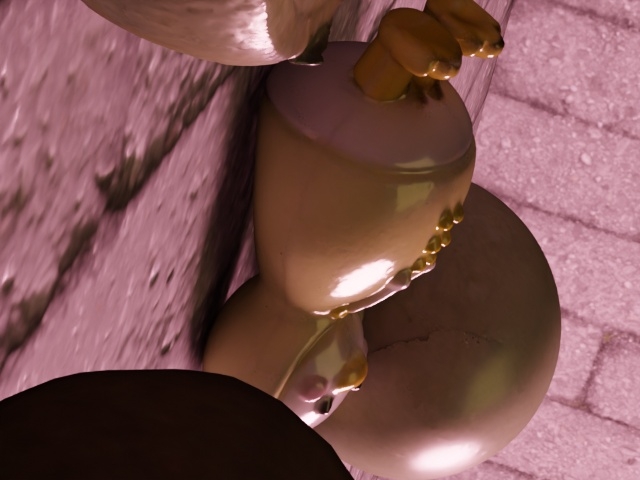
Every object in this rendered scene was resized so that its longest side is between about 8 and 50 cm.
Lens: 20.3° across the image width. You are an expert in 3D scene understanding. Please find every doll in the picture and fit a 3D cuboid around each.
[{"bbox_3d":[0.011,0.006,0.951,0.141,0.117,0.296,-42,150,-57],"label":"doll"}]

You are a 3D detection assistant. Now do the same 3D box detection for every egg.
[{"bbox_3d":[0.059,0.052,1.131,0.253,0.187,0.186,-91,-166,-64],"label":"egg"}]

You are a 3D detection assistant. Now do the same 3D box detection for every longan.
[{"bbox_3d":[-0.061,0.122,0.542,0.189,0.189,0.189,18,90,-83],"label":"longan"}]

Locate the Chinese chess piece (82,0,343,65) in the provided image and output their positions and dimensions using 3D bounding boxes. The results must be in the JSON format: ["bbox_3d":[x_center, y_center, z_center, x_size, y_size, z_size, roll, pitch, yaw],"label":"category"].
[{"bbox_3d":[-0.015,-0.145,0.539,0.188,0.083,0.188,21,90,-82],"label":"Chinese chess piece"}]
